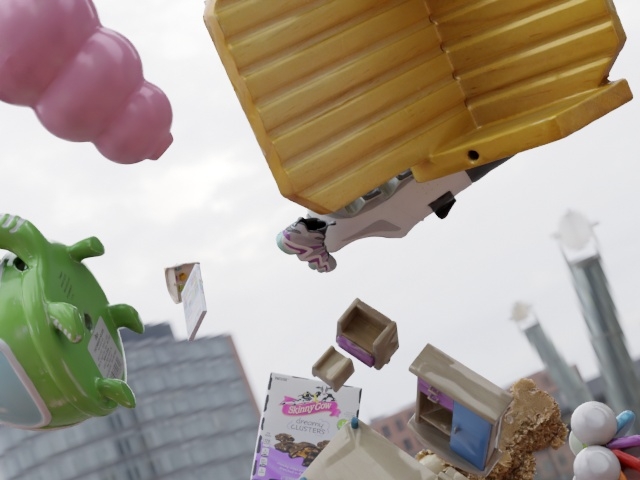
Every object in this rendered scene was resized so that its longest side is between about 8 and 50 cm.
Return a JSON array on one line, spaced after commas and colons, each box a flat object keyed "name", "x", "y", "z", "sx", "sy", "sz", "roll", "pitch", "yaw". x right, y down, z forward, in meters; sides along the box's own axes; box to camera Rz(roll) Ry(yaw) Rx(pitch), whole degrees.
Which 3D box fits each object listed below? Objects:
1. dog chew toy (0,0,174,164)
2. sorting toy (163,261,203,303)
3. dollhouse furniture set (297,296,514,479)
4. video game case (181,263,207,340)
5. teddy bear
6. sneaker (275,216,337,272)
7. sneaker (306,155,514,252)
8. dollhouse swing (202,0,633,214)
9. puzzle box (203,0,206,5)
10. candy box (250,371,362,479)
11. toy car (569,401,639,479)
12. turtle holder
[{"name": "dog chew toy", "x": -0.348, "y": -0.237, "z": 1.824, "sx": 0.206, "sy": 0.332, "sz": 0.206, "roll": -47, "pitch": 13, "yaw": 14}, {"name": "sorting toy", "x": -0.275, "y": 0.076, "z": 2.592, "sx": 0.075, "sy": 0.083, "sz": 0.045, "roll": -18, "pitch": 25, "yaw": -26}, {"name": "dollhouse furniture set", "x": 0.073, "y": 0.299, "z": 1.710, "sx": 0.303, "sy": 0.286, "sz": 0.198, "roll": -49, "pitch": -23, "yaw": -24}, {"name": "video game case", "x": -0.239, "y": 0.117, "z": 2.414, "sx": 0.011, "sy": 0.122, "sz": 0.087, "roll": 9, "pitch": -48, "yaw": -23}, {"name": "teddy bear", "x": 0.339, "y": 0.426, "z": 2.568, "sx": 0.338, "sy": 0.245, "sz": 0.113, "roll": -52, "pitch": -21, "yaw": -30}, {"name": "sneaker", "x": 0.000, "y": 0.000, "z": 1.580, "sx": 0.098, "sy": 0.038, "sz": 0.069, "roll": 26, "pitch": -58, "yaw": -39}, {"name": "sneaker", "x": 0.124, "y": -0.082, "z": 1.710, "sx": 0.330, "sy": 0.122, "sz": 0.146, "roll": -21, "pitch": -36, "yaw": -18}, {"name": "dollhouse swing", "x": 0.108, "y": -0.233, "z": 1.407, "sx": 0.315, "sy": 0.347, "sz": 0.305, "roll": -16, "pitch": 12, "yaw": 40}, {"name": "puzzle box", "x": -0.048, "y": -0.231, "z": 1.962, "sx": 0.052, "sy": 0.272, "sz": 0.409, "roll": -25, "pitch": -2, "yaw": 12}, {"name": "candy box", "x": -0.024, "y": 0.336, "z": 2.165, "sx": 0.164, "sy": 0.196, "sz": 0.070, "roll": 10, "pitch": -28, "yaw": -1}, {"name": "toy car", "x": 0.486, "y": 0.357, "z": 2.121, "sx": 0.136, "sy": 0.182, "sz": 0.159, "roll": -2, "pitch": -28, "yaw": 9}, {"name": "turtle holder", "x": -0.398, "y": 0.120, "z": 1.712, "sx": 0.227, "sy": 0.243, "sz": 0.320, "roll": -18, "pitch": -35, "yaw": 12}]
